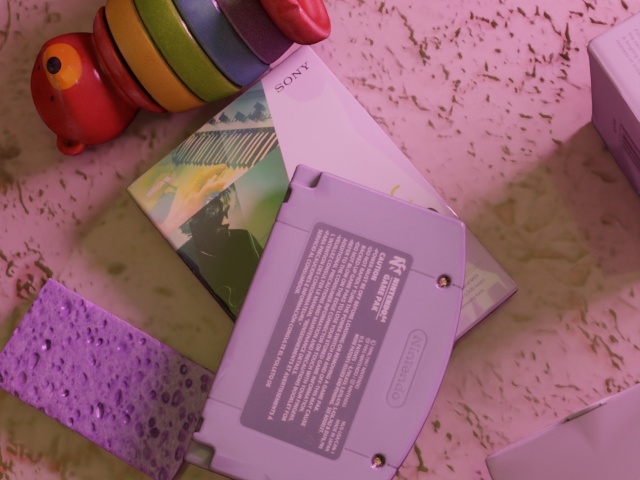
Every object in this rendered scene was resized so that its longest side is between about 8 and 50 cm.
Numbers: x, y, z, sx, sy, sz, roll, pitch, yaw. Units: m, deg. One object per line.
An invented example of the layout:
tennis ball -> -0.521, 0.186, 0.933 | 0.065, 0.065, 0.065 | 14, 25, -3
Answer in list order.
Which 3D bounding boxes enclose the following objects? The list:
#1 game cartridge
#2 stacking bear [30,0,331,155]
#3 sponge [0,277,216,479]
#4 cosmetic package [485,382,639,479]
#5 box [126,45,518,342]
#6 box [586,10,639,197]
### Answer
game cartridge -> 0.018, 0.099, 1.407 | 0.198, 0.062, 0.297 | 21, 82, 1
stacking bear -> -0.150, -0.192, 1.463 | 0.289, 0.164, 0.175 | -29, 73, 12
sponge -> -0.203, 0.136, 1.473 | 0.210, 0.031, 0.117 | 30, 82, 6
cosmetic package -> 0.320, 0.318, 1.297 | 0.217, 0.156, 0.385 | -27, 68, 24
box -> 0.000, 0.000, 1.478 | 0.232, 0.058, 0.322 | -40, 80, -5
box -> 0.434, -0.165, 1.389 | 0.345, 0.215, 0.168 | -30, 71, 1
